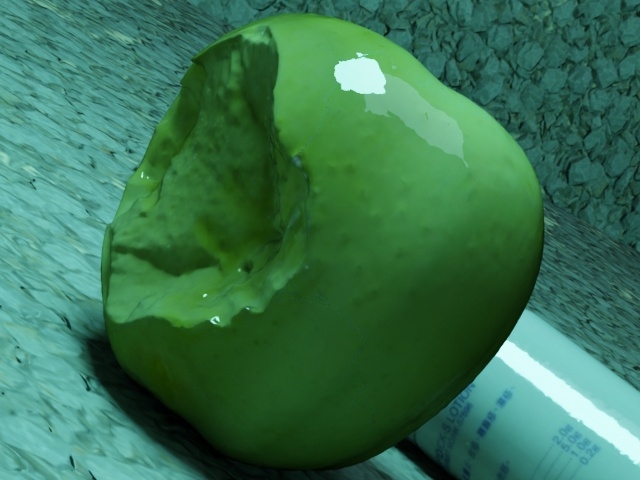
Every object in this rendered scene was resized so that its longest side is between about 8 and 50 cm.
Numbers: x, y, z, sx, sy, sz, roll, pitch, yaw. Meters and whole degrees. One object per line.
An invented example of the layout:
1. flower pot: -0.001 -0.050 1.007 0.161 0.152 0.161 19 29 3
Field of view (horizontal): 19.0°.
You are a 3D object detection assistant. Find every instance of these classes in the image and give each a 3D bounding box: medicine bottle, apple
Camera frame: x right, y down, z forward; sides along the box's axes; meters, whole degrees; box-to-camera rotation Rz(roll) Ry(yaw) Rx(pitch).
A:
1. medicine bottle: 0.145 0.127 1.342 0.341 0.130 0.130 37 11 28
2. apple: 0.000 0.000 1.154 0.279 0.279 0.279 31 10 -6
